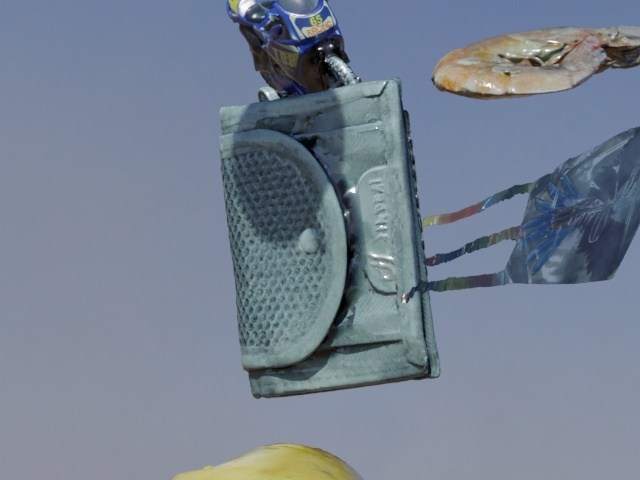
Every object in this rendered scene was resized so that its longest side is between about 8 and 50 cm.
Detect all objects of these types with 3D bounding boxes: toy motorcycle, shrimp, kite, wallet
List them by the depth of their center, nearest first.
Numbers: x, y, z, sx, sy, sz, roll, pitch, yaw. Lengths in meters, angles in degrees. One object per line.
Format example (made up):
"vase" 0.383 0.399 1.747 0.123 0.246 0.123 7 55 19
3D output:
"kite" 0.192 -0.018 1.596 0.015 0.169 0.310 37 -27 -27
"wallet" 0.000 0.000 1.960 0.237 0.342 0.075 -8 -4 25
"shrimp" 0.291 -0.212 2.107 0.317 0.062 0.164 -8 29 -10
"toy motorcycle" -0.033 -0.243 2.133 0.113 0.169 0.315 -27 25 -17

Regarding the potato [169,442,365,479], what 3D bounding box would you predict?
"potato" -0.005 0.266 1.274 0.196 0.246 0.300 -29 32 -26
